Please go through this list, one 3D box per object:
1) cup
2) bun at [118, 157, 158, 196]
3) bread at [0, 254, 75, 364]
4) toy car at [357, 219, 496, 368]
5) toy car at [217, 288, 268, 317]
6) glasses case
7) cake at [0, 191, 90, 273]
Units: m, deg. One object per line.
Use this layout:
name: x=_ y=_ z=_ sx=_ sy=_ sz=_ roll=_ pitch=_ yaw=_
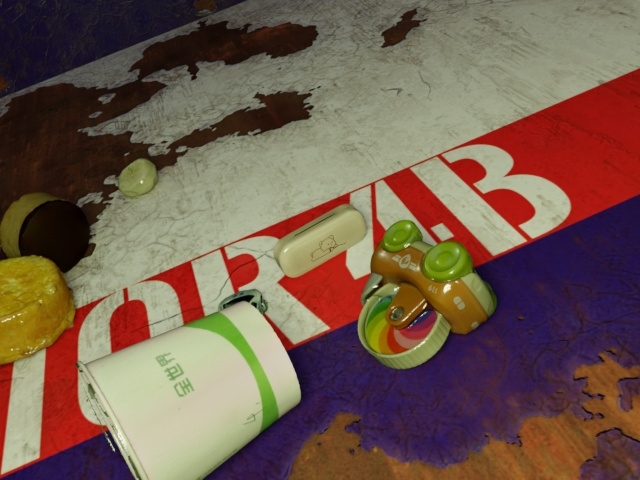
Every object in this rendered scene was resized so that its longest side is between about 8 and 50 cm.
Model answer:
cup: x=-0.190 y=0.230 z=1.036 sx=0.274 sy=0.253 sz=0.253 roll=-29 pitch=35 yaw=-23
bun: x=-0.485 y=-0.162 z=1.850 sx=0.115 sy=0.069 sz=0.115 roll=-18 pitch=51 yaw=23
bread: x=-0.643 y=0.143 z=1.432 sx=0.268 sy=0.145 sz=0.268 roll=-1 pitch=38 yaw=1
toy car: x=0.149 y=0.103 z=1.139 sx=0.235 sy=0.145 sz=0.235 roll=-22 pitch=42 yaw=22
toy car: x=-0.149 y=0.155 z=1.267 sx=0.095 sy=0.056 sz=0.205 roll=-17 pitch=36 yaw=8
glasses case: x=0.000 y=0.000 z=1.378 sx=0.196 sy=0.083 sz=0.050 roll=-31 pitch=38 yaw=-12
cake: x=-0.673 y=-0.023 z=1.633 sx=0.178 sy=0.208 sz=0.185 roll=15 pitch=90 yaw=27
